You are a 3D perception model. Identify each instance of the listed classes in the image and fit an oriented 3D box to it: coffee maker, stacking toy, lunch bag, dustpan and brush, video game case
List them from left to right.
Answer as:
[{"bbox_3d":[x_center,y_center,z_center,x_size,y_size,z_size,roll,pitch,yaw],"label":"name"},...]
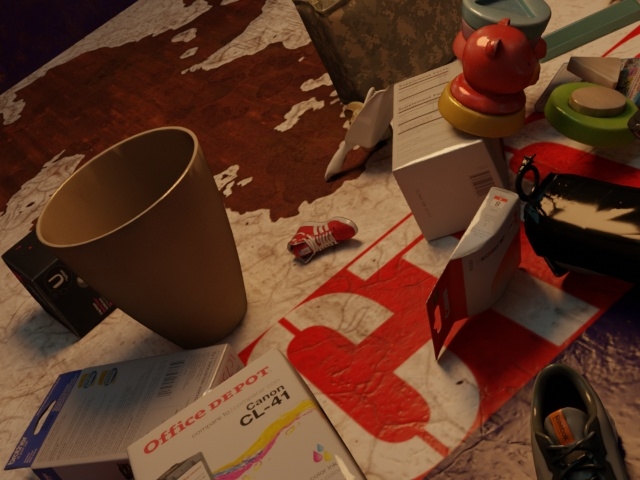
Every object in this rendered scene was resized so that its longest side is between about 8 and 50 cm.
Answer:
[{"bbox_3d":[0.068,-0.180,1.574,0.060,0.211,0.147,28,25,12],"label":"dustpan and brush"},{"bbox_3d":[0.130,-0.406,1.727,0.287,0.235,0.169,-35,33,-8],"label":"lunch bag"},{"bbox_3d":[0.318,-0.263,1.335,0.279,0.130,0.309,11,39,2],"label":"stacking toy"},{"bbox_3d":[0.427,-0.239,1.469,0.166,0.015,0.119,5,45,42],"label":"video game case"},{"bbox_3d":[0.329,-0.010,1.089,0.178,0.171,0.120,16,85,52],"label":"coffee maker"}]

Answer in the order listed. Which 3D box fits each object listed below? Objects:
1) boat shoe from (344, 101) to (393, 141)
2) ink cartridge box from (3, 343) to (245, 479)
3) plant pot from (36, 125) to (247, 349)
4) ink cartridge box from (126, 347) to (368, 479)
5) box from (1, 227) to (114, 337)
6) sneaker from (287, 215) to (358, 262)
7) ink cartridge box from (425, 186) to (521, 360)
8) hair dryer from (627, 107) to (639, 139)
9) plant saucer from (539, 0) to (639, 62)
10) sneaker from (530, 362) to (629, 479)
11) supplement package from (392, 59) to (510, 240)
[{"bbox_3d":[0.074,-0.205,1.668,0.045,0.050,0.135,-35,34,-14],"label":"boat shoe"},{"bbox_3d":[-0.267,0.246,1.311,0.311,0.065,0.186,-10,37,25],"label":"ink cartridge box"},{"bbox_3d":[-0.226,0.022,1.386,0.256,0.274,0.257,-20,33,14],"label":"plant pot"},{"bbox_3d":[-0.062,0.288,1.027,0.226,0.131,0.306,-34,34,-5],"label":"ink cartridge box"},{"bbox_3d":[-0.382,0.009,1.650,0.270,0.143,0.165,-44,34,-19],"label":"box"},{"bbox_3d":[0.000,0.000,1.453,0.118,0.042,0.067,-7,35,44],"label":"sneaker"},{"bbox_3d":[0.188,0.046,1.149,0.045,0.145,0.179,19,62,23],"label":"ink cartridge box"},{"bbox_3d":[0.560,-0.184,1.208,0.293,0.080,0.223,-47,52,-9],"label":"hair dryer"},{"bbox_3d":[0.451,-0.358,1.612,0.192,0.018,0.067,-24,32,11],"label":"plant saucer"},{"bbox_3d":[0.241,0.229,0.889,0.100,0.108,0.272,-20,35,13],"label":"sneaker"},{"bbox_3d":[0.191,-0.140,1.403,0.133,0.139,0.244,-18,35,18],"label":"supplement package"}]
